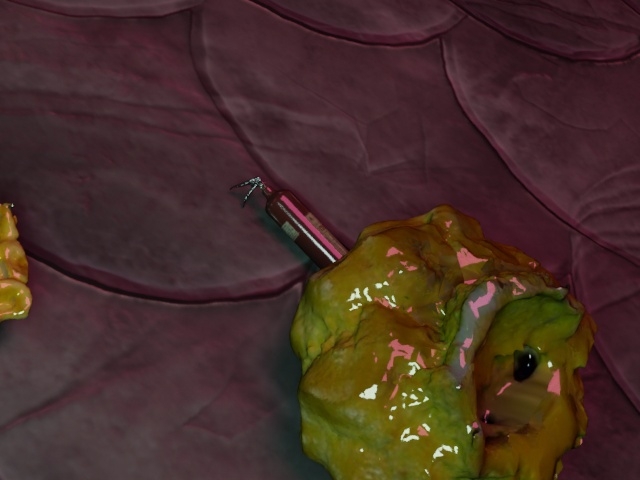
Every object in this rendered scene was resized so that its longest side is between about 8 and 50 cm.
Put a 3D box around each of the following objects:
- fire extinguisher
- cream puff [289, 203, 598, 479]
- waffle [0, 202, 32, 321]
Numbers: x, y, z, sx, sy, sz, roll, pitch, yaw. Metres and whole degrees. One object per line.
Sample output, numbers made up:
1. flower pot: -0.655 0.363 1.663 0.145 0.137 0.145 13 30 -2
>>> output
1. fire extinguisher: 0.000 0.000 1.469 0.173 0.035 0.049 46 45 5
2. cream puff: 0.112 0.093 1.333 0.281 0.185 0.282 19 50 -24
3. waffle: -0.322 -0.014 1.235 0.253 0.056 0.249 28 42 -8
